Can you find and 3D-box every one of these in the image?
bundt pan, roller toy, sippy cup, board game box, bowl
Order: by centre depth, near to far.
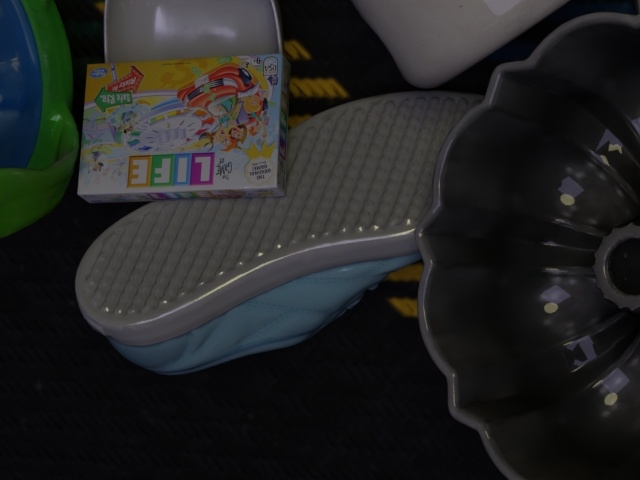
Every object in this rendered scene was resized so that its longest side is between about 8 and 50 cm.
[{"bbox_3d":[0.227,0.019,0.942,0.330,0.124,0.331,-2,87,38],"label":"bundt pan"},{"bbox_3d":[0.102,-0.208,0.990,0.209,0.191,0.146,-37,94,-26],"label":"roller toy"},{"bbox_3d":[-0.342,-0.114,1.072,0.305,0.224,0.240,-3,101,34],"label":"sippy cup"},{"bbox_3d":[-0.101,-0.082,1.079,0.154,0.026,0.104,-2,76,14],"label":"board game box"},{"bbox_3d":[-0.092,-0.139,1.127,0.142,0.053,0.142,3,107,13],"label":"bowl"}]

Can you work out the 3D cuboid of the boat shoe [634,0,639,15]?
[{"bbox_3d":[0.312,-0.066,1.028,0.118,0.103,0.320,-21,99,17],"label":"boat shoe"}]

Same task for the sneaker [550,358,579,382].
[{"bbox_3d":[0.262,0.129,1.085,0.252,0.111,0.103,10,107,7],"label":"sneaker"}]

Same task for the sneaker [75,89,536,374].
[{"bbox_3d":[0.000,0.000,1.126,0.365,0.150,0.135,-18,59,2],"label":"sneaker"}]
